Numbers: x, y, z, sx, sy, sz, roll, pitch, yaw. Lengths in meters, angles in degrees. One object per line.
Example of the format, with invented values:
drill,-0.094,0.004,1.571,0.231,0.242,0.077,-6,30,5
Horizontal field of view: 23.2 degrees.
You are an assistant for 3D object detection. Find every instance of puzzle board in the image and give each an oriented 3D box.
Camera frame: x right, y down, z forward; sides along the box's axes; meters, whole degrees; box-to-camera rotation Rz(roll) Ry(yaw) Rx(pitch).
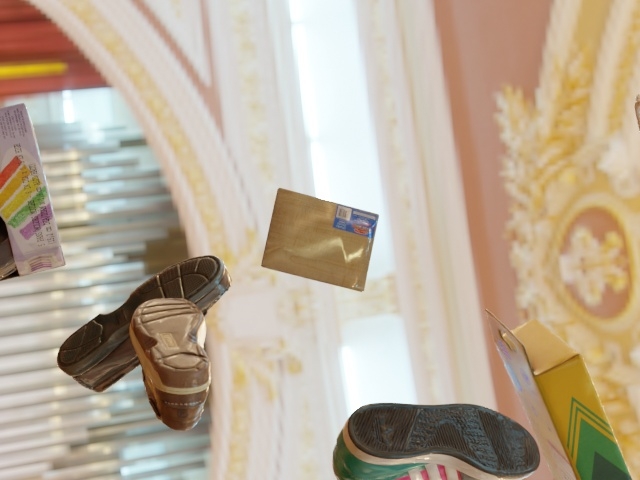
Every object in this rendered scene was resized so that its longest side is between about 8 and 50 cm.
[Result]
puzzle board,0.000,0.000,1.838,0.011,0.128,0.096,155,-52,-72

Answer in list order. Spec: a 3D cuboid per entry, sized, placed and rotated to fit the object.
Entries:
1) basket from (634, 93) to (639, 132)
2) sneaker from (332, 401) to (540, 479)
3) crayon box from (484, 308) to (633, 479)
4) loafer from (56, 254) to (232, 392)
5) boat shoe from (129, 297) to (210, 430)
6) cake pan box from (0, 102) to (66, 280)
basket,0.468,-0.138,1.922,0.113,0.103,0.167,5,-43,33
sneaker,0.143,0.316,2.182,0.178,0.295,0.124,125,-32,-50
crayon box,0.362,0.249,2.352,0.318,0.081,0.202,65,-4,-17
loafer,-0.226,0.114,2.102,0.084,0.267,0.096,51,14,-36
boat shoe,-0.185,0.152,1.905,0.257,0.095,0.095,-109,-160,-70
cake pan box,-0.503,-0.049,2.194,0.070,0.245,0.267,90,-15,-61
